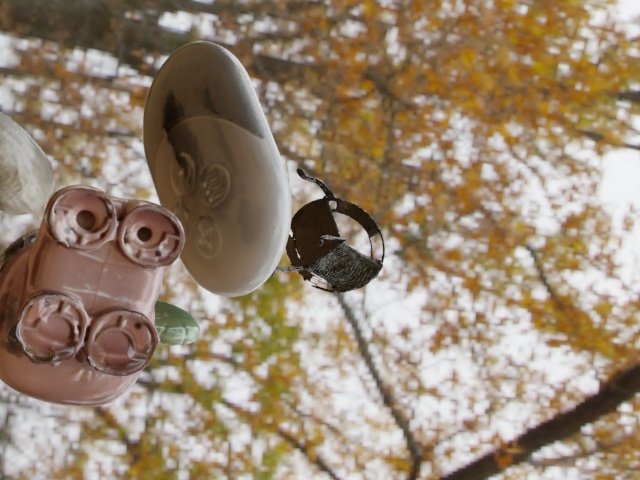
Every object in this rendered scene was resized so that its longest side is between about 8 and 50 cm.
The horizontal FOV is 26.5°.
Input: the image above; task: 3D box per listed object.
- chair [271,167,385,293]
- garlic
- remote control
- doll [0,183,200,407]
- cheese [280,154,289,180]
[{"bbox_3d":[0.000,0.000,2.289,0.174,0.213,0.149,-34,-126,24],"label":"chair"},{"bbox_3d":[-0.358,-0.088,1.529,0.087,0.195,0.101,-46,-133,-6],"label":"garlic"},{"bbox_3d":[-0.132,-0.089,1.678,0.221,0.104,0.332,-43,-122,42],"label":"remote control"},{"bbox_3d":[-0.242,0.049,1.353,0.268,0.284,0.216,21,-86,70],"label":"doll"},{"bbox_3d":[-0.173,-0.105,2.430,0.218,0.235,0.117,57,-15,19],"label":"cheese"}]
